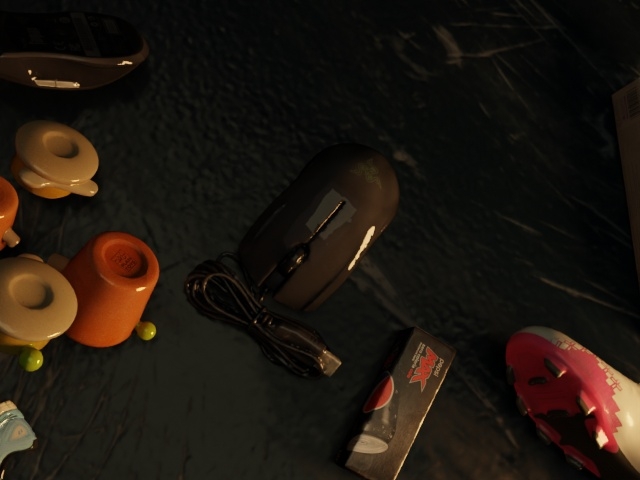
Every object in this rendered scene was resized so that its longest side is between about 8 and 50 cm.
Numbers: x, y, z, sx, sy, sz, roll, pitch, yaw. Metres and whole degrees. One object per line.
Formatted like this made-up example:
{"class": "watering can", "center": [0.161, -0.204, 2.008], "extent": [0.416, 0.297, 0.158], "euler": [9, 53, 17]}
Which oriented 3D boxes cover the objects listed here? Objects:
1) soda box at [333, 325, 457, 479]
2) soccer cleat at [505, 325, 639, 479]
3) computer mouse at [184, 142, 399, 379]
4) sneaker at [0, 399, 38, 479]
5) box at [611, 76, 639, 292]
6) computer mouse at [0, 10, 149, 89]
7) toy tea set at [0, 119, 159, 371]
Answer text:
{"class": "soda box", "center": [0.081, 0.180, 0.851], "extent": [0.060, 0.053, 0.168], "euler": [30, 74, -5]}
{"class": "soccer cleat", "center": [0.343, 0.206, 0.886], "extent": [0.331, 0.116, 0.143], "euler": [50, 57, -2]}
{"class": "computer mouse", "center": [0.000, 0.000, 0.859], "extent": [0.189, 0.072, 0.272], "euler": [36, 74, -3]}
{"class": "sneaker", "center": [-0.338, 0.232, 0.743], "extent": [0.073, 0.063, 0.162], "euler": [45, 74, -5]}
{"class": "box", "center": [0.424, -0.040, 0.965], "extent": [0.063, 0.067, 0.323], "euler": [-2, 79, -13]}
{"class": "computer mouse", "center": [-0.329, -0.218, 0.833], "extent": [0.262, 0.060, 0.184], "euler": [-11, 50, -33]}
{"class": "toy tea set", "center": [-0.302, -0.013, 0.778], "extent": [0.200, 0.124, 0.336], "euler": [-8, 58, -47]}
